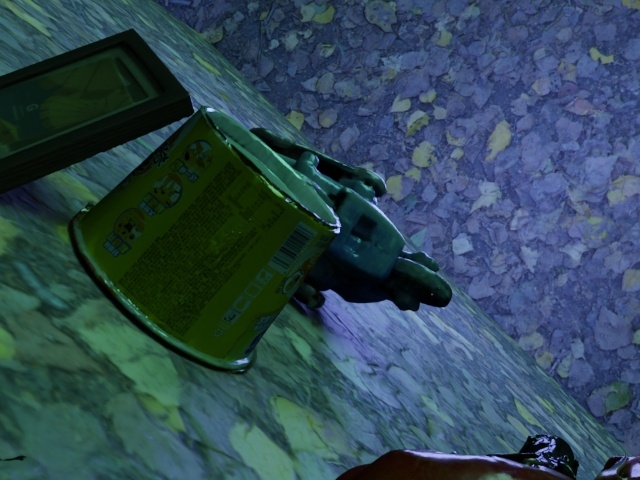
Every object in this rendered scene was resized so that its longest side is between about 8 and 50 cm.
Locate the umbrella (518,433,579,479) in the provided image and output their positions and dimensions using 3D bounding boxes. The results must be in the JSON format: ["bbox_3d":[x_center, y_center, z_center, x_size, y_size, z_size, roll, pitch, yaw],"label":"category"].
[{"bbox_3d":[0.272,0.297,0.917,0.094,0.090,0.326,66,14,9],"label":"umbrella"}]

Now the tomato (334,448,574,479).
[{"bbox_3d":[0.069,0.193,0.431,0.187,0.151,0.187,6,-12,1],"label":"tomato"}]

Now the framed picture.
[{"bbox_3d":[-0.205,-0.110,0.620,0.128,0.169,0.023,49,-23,39],"label":"framed picture"}]

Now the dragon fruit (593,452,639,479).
[{"bbox_3d":[0.441,0.361,0.967,0.224,0.224,0.227,44,15,12],"label":"dragon fruit"}]

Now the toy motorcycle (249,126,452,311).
[{"bbox_3d":[0.014,-0.020,0.995,0.319,0.182,0.241,37,11,-23],"label":"toy motorcycle"}]

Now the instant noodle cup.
[{"bbox_3d":[-0.087,-0.009,0.657,0.205,0.153,0.205,40,12,-10],"label":"instant noodle cup"}]
